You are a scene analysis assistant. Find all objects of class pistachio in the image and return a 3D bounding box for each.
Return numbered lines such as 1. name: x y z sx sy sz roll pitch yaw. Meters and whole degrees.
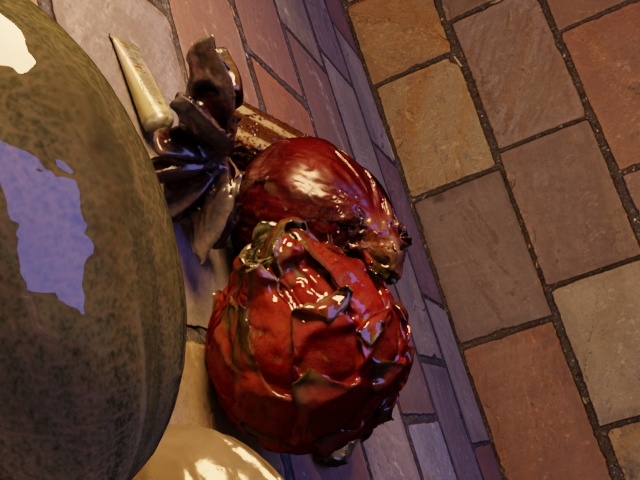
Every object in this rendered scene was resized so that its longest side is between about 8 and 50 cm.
1. pistachio: -0.085 0.266 0.687 0.238 0.153 0.137 46 -5 26

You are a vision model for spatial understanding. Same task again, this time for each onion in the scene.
1. onion: -0.018 -0.007 1.111 0.221 0.281 0.280 -52 125 -36

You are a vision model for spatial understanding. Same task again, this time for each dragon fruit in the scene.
1. dragon fruit: -0.016 0.111 0.912 0.244 0.245 0.298 -69 149 -68

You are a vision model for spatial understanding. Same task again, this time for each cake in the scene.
1. cake: -0.066 -0.155 1.302 0.246 0.135 0.112 57 21 -36

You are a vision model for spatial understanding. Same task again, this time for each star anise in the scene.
1. star anise: -0.147 -0.110 0.952 0.212 0.129 0.282 -68 169 -54

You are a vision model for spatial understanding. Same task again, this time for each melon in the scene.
1. melon: -0.204 0.005 0.423 0.329 0.249 0.248 61 16 1

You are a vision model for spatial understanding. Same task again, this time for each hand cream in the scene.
1. hand cream: -0.232 -0.201 1.009 0.061 0.039 0.143 10 51 -61

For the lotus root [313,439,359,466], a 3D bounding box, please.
1. lotus root: 0.024 0.263 1.169 0.143 0.070 0.144 48 26 -51
